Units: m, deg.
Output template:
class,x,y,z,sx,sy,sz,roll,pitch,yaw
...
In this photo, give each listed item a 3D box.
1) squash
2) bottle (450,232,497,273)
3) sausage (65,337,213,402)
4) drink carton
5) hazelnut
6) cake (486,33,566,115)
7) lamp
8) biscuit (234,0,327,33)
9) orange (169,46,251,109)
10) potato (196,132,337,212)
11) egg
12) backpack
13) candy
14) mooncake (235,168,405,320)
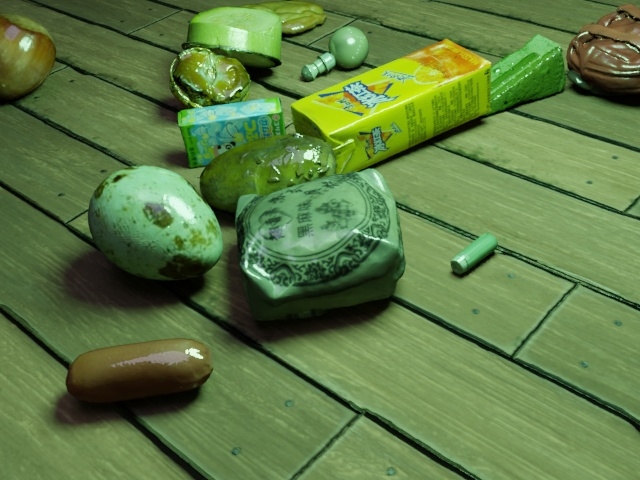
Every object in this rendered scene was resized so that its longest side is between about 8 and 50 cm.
class,x,y,z,sx,sy,sz,roll,pitch,yaw
squash,-0.186,-0.447,1.699,0.220,0.133,0.220,9,11,-2
bottle,0.233,0.020,1.191,0.083,0.030,0.030,-33,45,-29
sausage,-0.237,0.170,1.032,0.193,0.077,0.077,-7,38,-2
drink carton,0.135,-0.248,1.462,0.351,0.111,0.154,-25,40,-17
hazelnut,-0.702,-0.411,1.759,0.214,0.176,0.215,-17,52,23
cake,0.372,-0.328,1.562,0.235,0.099,0.100,-20,38,-15
lamp,0.027,-0.403,1.725,0.163,0.091,0.091,-33,43,-10
biscuit,-0.112,-0.566,1.976,0.259,0.041,0.203,8,40,14
orange,-0.230,-0.315,1.616,0.160,0.112,0.170,-27,82,-25
potato,-0.094,-0.115,1.331,0.251,0.113,0.149,-4,42,12
egg,-0.250,-0.022,1.202,0.231,0.169,0.169,28,48,24
backpack,0.609,-0.362,1.536,0.229,0.139,0.229,-5,36,3
candy,-0.163,-0.204,1.477,0.194,0.097,0.062,-9,37,-3
mooncake,-0.001,-0.004,1.171,0.249,0.136,0.254,-10,37,1
